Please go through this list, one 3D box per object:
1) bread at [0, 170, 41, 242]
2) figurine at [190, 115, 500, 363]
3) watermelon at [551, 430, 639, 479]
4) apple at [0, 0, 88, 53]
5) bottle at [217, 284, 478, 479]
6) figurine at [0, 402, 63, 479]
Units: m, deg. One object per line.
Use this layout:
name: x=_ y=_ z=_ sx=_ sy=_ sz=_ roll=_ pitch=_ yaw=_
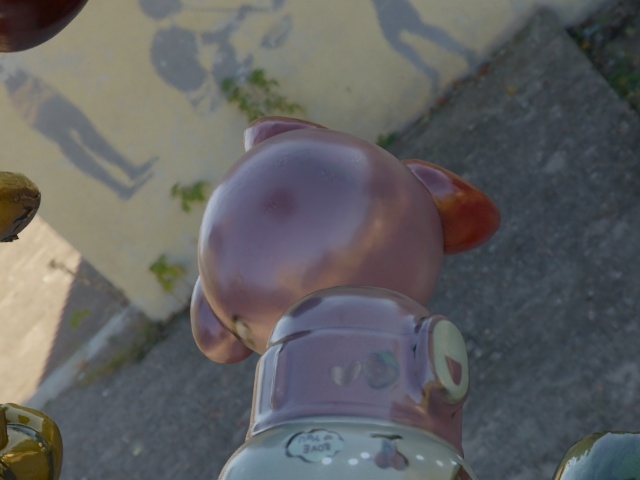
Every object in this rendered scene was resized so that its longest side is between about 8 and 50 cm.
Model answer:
bread: x=-0.296 y=-0.029 z=1.069 sx=0.106 sy=0.053 sz=0.072 roll=-40 pitch=-30 yaw=-81
figurine: x=0.003 y=-0.008 z=1.045 sx=0.211 sy=0.269 sz=0.261 roll=81 pitch=-147 yaw=-63
watermelon: x=0.382 y=0.386 z=1.304 sx=0.330 sy=0.331 sz=0.189 roll=-20 pitch=25 yaw=49
apple: x=-0.230 y=-0.238 z=0.736 sx=0.234 sy=0.234 sz=0.234 roll=-38 pitch=20 yaw=17
bottle: x=0.010 y=0.138 z=0.467 sx=0.120 sy=0.120 sz=0.253 roll=-25 pitch=49 yaw=43
figurine: x=-0.329 y=0.236 z=1.047 sx=0.257 sy=0.167 sz=0.192 roll=-36 pitch=-40 yaw=-58
